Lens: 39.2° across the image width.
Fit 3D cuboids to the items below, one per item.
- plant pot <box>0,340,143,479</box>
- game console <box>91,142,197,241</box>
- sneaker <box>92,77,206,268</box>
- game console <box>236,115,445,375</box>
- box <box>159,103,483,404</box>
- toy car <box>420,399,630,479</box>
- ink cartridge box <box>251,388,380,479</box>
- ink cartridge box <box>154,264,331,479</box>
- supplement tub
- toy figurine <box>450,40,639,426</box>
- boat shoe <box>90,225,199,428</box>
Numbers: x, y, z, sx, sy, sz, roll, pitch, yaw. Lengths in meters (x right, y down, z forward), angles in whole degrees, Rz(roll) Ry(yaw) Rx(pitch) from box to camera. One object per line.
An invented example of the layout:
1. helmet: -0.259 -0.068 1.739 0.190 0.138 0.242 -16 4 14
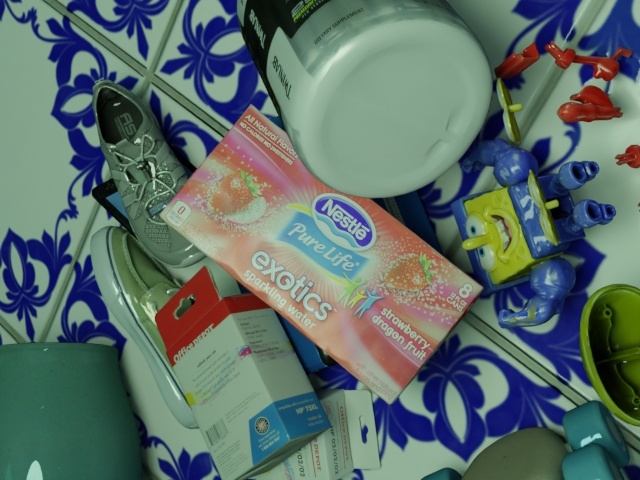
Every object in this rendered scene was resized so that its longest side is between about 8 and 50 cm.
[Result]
1. plant pot: -0.376 0.274 1.249 0.271 0.271 0.255 -10 75 33
2. game console: -0.235 -0.073 1.217 0.122 0.107 0.071 41 143 23
3. sneaker: -0.231 -0.086 1.150 0.105 0.115 0.281 -33 67 -1
4. game console: 0.000 0.000 1.101 0.250 0.173 0.293 -22 83 1
5. box: 0.004 0.017 0.940 0.300 0.142 0.154 39 87 7
6. toy car: 0.238 0.325 0.899 0.219 0.210 0.238 -31 92 20
7. ink cartridge box: -0.022 0.242 1.121 0.181 0.061 0.105 -7 91 33
8. ink cartridge box: -0.100 0.155 1.077 0.134 0.078 0.231 -42 66 35
9. supplement tub: 0.026 -0.203 0.900 0.194 0.193 0.316 -55 36 25
10. toy figurine: 0.238 0.006 0.915 0.217 0.191 0.363 -33 74 60
11. boat shoe: -0.202 0.104 1.209 0.094 0.109 0.302 -30 89 18
